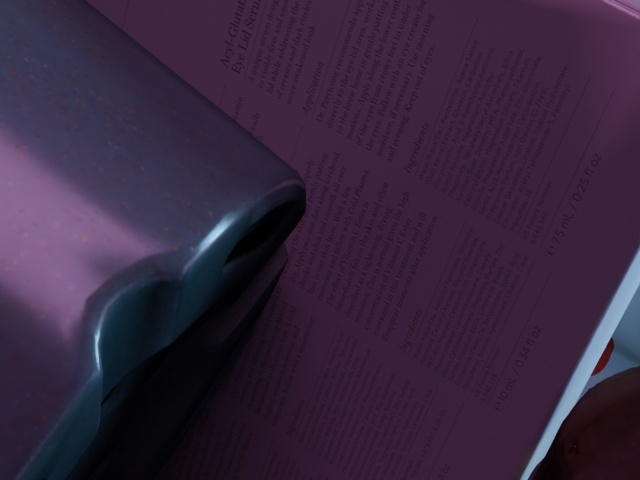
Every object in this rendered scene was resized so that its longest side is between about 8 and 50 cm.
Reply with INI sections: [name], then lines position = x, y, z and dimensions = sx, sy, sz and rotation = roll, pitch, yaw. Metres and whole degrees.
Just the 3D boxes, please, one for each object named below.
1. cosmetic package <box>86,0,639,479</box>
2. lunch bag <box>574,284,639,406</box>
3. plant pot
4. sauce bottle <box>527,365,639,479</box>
[cosmetic package]
position = 0.000, 0.000, 0.620
dimensions = 0.284, 0.377, 0.097
rotation = 31, 34, 16
[lunch bag]
position = 0.216, -0.020, 0.860
dimensions = 0.385, 0.239, 0.328
rotation = 46, 43, 10
[plant pot]
position = -0.208, -0.012, 0.508
dimensions = 0.334, 0.341, 0.341
rotation = 34, 40, 8
[sauce bottle]
position = 0.132, 0.134, 0.533
dimensions = 0.111, 0.344, 0.111
rotation = 12, 38, -10
